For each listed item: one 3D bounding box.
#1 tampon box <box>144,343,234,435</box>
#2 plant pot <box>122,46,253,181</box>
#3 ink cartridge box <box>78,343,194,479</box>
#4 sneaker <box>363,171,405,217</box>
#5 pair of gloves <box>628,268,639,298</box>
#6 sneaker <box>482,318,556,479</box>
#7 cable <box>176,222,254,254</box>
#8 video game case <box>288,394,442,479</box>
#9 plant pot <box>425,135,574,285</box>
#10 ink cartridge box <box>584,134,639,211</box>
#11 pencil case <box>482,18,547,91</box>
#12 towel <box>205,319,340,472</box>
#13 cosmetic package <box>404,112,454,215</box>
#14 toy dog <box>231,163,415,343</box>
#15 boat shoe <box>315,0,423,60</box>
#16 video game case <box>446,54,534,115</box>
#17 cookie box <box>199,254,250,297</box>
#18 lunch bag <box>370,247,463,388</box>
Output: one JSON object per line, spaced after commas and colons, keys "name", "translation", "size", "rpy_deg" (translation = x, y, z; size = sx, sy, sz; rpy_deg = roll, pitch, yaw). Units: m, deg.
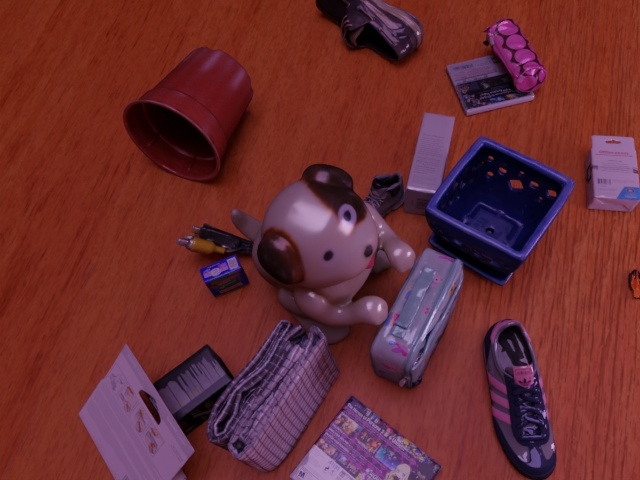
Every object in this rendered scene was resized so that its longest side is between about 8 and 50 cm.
{"name": "tampon box", "translation": [-0.267, 0.322, 1.254], "size": [0.161, 0.120, 0.101], "rpy_deg": [-35, 66, -12]}
{"name": "plant pot", "translation": [-0.320, -0.343, 1.531], "size": [0.273, 0.272, 0.265], "rpy_deg": [19, 59, 15]}
{"name": "ink cartridge box", "translation": [-0.364, 0.383, 1.197], "size": [0.275, 0.060, 0.238], "rpy_deg": [48, 114, 24]}
{"name": "sneaker", "translation": [0.115, -0.088, 1.413], "size": [0.086, 0.132, 0.229], "rpy_deg": [40, 73, 22]}
{"name": "pair of gloves", "translation": [0.738, 0.101, 1.320], "size": [0.084, 0.010, 0.074], "rpy_deg": [7, 63, 6]}
{"name": "sneaker", "translation": [0.399, 0.311, 1.182], "size": [0.112, 0.131, 0.318], "rpy_deg": [-11, 63, 0]}
{"name": "cable", "translation": [-0.201, 0.025, 1.430], "size": [0.288, 0.139, 0.072], "rpy_deg": [20, 98, -5]}
{"name": "video game case", "translation": [0.090, 0.468, 1.186], "size": [0.232, 0.041, 0.210], "rpy_deg": [34, 72, 20]}
{"name": "plant pot", "translation": [0.387, -0.051, 1.321], "size": [0.236, 0.212, 0.236], "rpy_deg": [32, 70, 20]}
{"name": "ink cartridge box", "translation": [0.706, -0.164, 1.428], "size": [0.104, 0.060, 0.180], "rpy_deg": [5, 64, 9]}
{"name": "pencil case", "translation": [0.519, -0.497, 1.576], "size": [0.098, 0.095, 0.209], "rpy_deg": [1, 54, -34]}
{"name": "towel", "translation": [-0.091, 0.309, 1.182], "size": [0.121, 0.235, 0.283], "rpy_deg": [26, 68, 24]}
{"name": "cosmetic package", "translation": [0.270, -0.189, 1.457], "size": [0.086, 0.117, 0.230], "rpy_deg": [10, 64, 10]}
{"name": "toy dog", "translation": [0.000, 0.000, 1.176], "size": [0.395, 0.408, 0.284], "rpy_deg": [41, 79, 6]}
{"name": "boat shoe", "translation": [0.120, -0.629, 1.686], "size": [0.356, 0.132, 0.130], "rpy_deg": [31, 70, 21]}
{"name": "video game case", "translation": [0.463, -0.433, 1.612], "size": [0.191, 0.022, 0.173], "rpy_deg": [-13, 62, -2]}
{"name": "cookie box", "translation": [-0.223, 0.086, 1.376], "size": [0.092, 0.107, 0.040], "rpy_deg": [-22, 66, -5]}
{"name": "lunch bag", "translation": [0.204, 0.167, 1.224], "size": [0.108, 0.224, 0.279], "rpy_deg": [23, 67, 17]}
